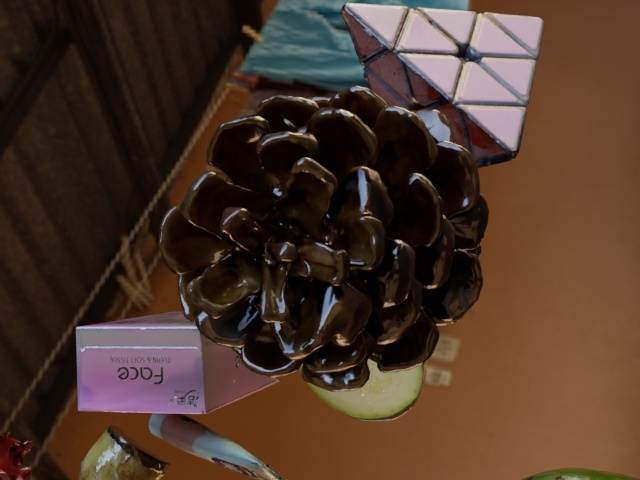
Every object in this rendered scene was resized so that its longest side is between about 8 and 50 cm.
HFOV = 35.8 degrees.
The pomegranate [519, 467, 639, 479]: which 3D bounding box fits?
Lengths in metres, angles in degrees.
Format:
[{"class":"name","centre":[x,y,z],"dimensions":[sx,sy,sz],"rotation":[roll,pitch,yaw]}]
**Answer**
[{"class":"pomegranate","centre":[0.221,0.341,0.849],"dimensions":[0.236,0.236,0.302],"rotation":[83,-153,-49]}]

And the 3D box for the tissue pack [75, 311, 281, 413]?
[{"class":"tissue pack","centre":[-0.151,0.130,1.104],"dimensions":[0.246,0.149,0.092],"rotation":[-1,-90,-74]}]

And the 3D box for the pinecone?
[{"class":"pinecone","centre":[0.000,0.000,0.764],"dimensions":[0.309,0.244,0.244],"rotation":[1,-80,-61]}]

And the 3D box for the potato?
[{"class":"potato","centre":[-0.246,0.278,1.161],"dimensions":[0.103,0.096,0.066],"rotation":[-61,-28,-7]}]

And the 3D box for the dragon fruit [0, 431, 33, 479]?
[{"class":"dragon fruit","centre":[-0.344,0.242,0.958],"dimensions":[0.207,0.150,0.133],"rotation":[68,164,-3]}]

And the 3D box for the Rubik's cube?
[{"class":"Rubik's cube","centre":[0.164,-0.146,0.918],"dimensions":[0.178,0.190,0.211],"rotation":[-38,-45,-16]}]

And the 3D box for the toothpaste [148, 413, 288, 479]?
[{"class":"toothpaste","centre":[-0.112,0.221,1.058],"dimensions":[0.056,0.205,0.036],"rotation":[46,-113,-40]}]

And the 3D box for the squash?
[{"class":"squash","centre":[0.074,0.207,1.761],"dimensions":[0.049,0.252,0.252],"rotation":[-45,-36,-55]}]
